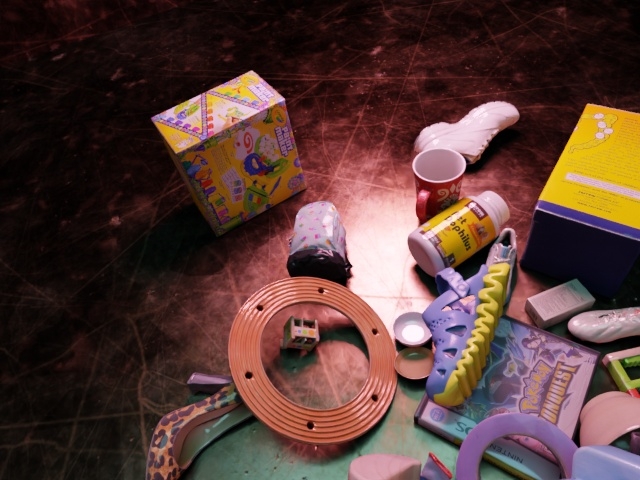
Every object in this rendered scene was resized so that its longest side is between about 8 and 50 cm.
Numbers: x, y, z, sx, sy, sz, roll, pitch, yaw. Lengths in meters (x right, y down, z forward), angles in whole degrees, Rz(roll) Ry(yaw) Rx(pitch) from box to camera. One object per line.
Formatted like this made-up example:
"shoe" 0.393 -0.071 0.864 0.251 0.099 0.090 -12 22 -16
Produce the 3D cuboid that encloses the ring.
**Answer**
"ring" -0.011 0.220 0.939 0.337 0.032 0.336 11 50 -13

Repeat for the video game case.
"video game case" 0.343 0.269 0.895 0.248 0.035 0.274 22 59 26

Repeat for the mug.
"mug" 0.257 -0.107 1.131 0.150 0.169 0.113 -30 52 -12

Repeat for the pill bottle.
"pill bottle" 0.307 -0.020 1.076 0.215 0.117 0.117 -33 53 -11

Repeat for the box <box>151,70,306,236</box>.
"box" -0.216 -0.214 1.234 0.279 0.289 0.177 -30 51 -14

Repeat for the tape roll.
"tape roll" 0.310 0.366 0.755 0.189 0.080 0.188 -7 68 17

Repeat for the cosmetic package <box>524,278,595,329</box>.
"cosmetic package" 0.478 0.128 0.979 0.115 0.041 0.060 -19 50 -5

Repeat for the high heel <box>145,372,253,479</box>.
"high heel" -0.199 0.357 0.889 0.186 0.093 0.261 0 42 19

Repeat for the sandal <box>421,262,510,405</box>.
"sandal" 0.252 0.161 0.911 0.138 0.126 0.317 13 46 26

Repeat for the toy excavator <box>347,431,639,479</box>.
"toy excavator" 0.307 0.342 0.552 0.433 0.446 0.222 -1 79 60

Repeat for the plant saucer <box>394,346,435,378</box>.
"plant saucer" 0.186 0.242 0.950 0.084 0.015 0.083 -10 31 6

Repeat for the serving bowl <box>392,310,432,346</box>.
"serving bowl" 0.189 0.185 0.996 0.084 0.027 0.083 -8 43 7

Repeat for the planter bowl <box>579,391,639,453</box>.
"planter bowl" 0.484 0.311 0.770 0.162 0.161 0.109 -9 23 4

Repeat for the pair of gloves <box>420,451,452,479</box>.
"pair of gloves" 0.190 0.436 0.738 0.198 0.023 0.159 39 111 37

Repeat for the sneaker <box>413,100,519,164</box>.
"sneaker" 0.400 -0.267 1.294 0.297 0.111 0.129 -25 67 -5

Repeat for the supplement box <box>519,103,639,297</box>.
"supplement box" 0.593 -0.094 1.038 0.195 0.194 0.356 23 59 26

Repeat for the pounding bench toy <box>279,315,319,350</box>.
"pounding bench toy" -0.044 0.202 1.019 0.065 0.083 0.052 11 50 -20

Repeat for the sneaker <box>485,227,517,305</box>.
"sneaker" 0.378 0.052 1.035 0.072 0.082 0.190 12 56 18

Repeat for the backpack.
"backpack" 0.000 0.000 1.132 0.152 0.115 0.181 -2 48 13

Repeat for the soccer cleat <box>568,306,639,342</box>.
"soccer cleat" 0.574 0.153 0.917 0.197 0.076 0.068 -1 51 11

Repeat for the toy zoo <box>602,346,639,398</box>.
"toy zoo" 0.642 0.305 0.809 0.193 0.030 0.293 -13 50 1
